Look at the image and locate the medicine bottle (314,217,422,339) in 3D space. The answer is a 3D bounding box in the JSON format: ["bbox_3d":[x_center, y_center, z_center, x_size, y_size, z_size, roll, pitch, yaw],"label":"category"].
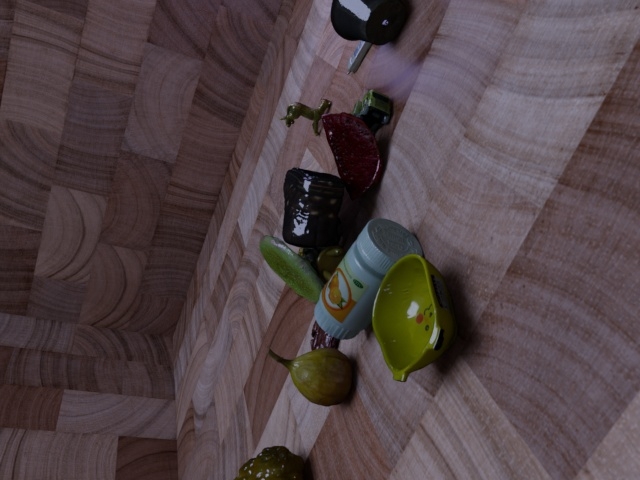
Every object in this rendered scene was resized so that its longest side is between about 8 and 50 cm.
[{"bbox_3d":[0.109,0.107,1.380,0.318,0.158,0.158,-59,28,36],"label":"medicine bottle"}]

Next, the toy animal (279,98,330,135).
[{"bbox_3d":[-0.062,-0.498,2.115,0.073,0.181,0.136,-76,1,-52],"label":"toy animal"}]

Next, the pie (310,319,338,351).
[{"bbox_3d":[0.014,0.292,1.661,0.153,0.038,0.153,-38,46,53],"label":"pie"}]

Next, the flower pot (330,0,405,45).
[{"bbox_3d":[0.163,-0.695,1.671,0.148,0.235,0.235,57,132,36],"label":"flower pot"}]

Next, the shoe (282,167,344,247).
[{"bbox_3d":[-0.032,-0.094,1.674,0.384,0.171,0.237,-136,56,-73],"label":"shoe"}]

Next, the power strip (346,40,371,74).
[{"bbox_3d":[0.138,-0.655,1.900,0.191,0.030,0.047,-53,32,43],"label":"power strip"}]

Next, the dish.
[{"bbox_3d":[0.217,0.165,1.160,0.262,0.108,0.221,-100,32,-47],"label":"dish"}]

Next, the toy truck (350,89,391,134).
[{"bbox_3d":[0.141,-0.388,1.679,0.191,0.085,0.116,140,143,-58],"label":"toy truck"}]

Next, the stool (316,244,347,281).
[{"bbox_3d":[0.058,0.074,1.582,0.135,0.134,0.110,62,160,-18],"label":"stool"}]

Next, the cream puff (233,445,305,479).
[{"bbox_3d":[-0.147,0.726,1.584,0.244,0.244,0.196,0,114,67],"label":"cream puff"}]

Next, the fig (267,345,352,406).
[{"bbox_3d":[-0.035,0.345,1.473,0.159,0.257,0.159,-51,21,27],"label":"fig"}]

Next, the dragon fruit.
[{"bbox_3d":[0.098,-0.267,1.646,0.211,0.134,0.262,-133,22,-79],"label":"dragon fruit"}]

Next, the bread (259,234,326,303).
[{"bbox_3d":[-0.080,0.103,1.698,0.045,0.301,0.301,-47,16,-18],"label":"bread"}]

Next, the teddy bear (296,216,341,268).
[{"bbox_3d":[0.008,0.017,1.767,0.133,0.111,0.213,11,62,47],"label":"teddy bear"}]

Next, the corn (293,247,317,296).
[{"bbox_3d":[-0.047,0.079,1.860,0.080,0.080,0.231,-153,76,-67],"label":"corn"}]
